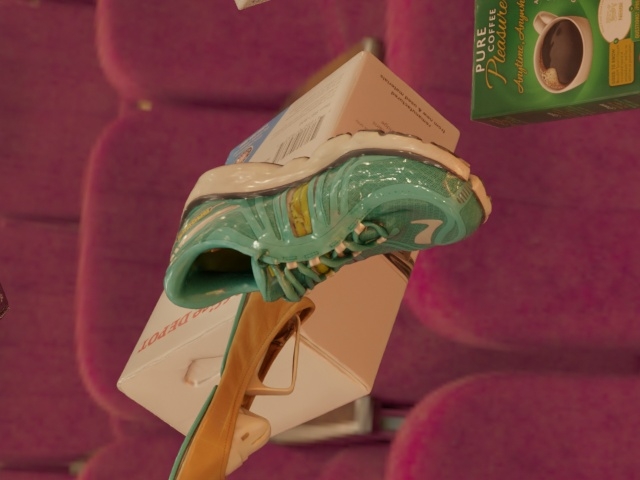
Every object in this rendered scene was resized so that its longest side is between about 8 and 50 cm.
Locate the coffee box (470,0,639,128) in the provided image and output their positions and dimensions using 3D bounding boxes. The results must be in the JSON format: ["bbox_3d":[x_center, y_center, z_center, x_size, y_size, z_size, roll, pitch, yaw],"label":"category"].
[{"bbox_3d":[0.187,-0.145,0.962,0.184,0.040,0.113,-7,78,45],"label":"coffee box"}]

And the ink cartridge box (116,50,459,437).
[{"bbox_3d":[-0.032,0.019,1.560,0.285,0.166,0.394,-32,27,46],"label":"ink cartridge box"}]

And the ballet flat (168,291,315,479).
[{"bbox_3d":[-0.065,0.136,1.206,0.080,0.073,0.232,96,-167,-65],"label":"ballet flat"}]

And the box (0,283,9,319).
[{"bbox_3d":[-0.419,0.005,1.354,0.108,0.153,0.207,-140,31,-83],"label":"box"}]

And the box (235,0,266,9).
[{"bbox_3d":[0.006,-0.230,0.827,0.103,0.114,0.203,68,159,1],"label":"box"}]

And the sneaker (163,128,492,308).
[{"bbox_3d":[0.000,0.000,0.986,0.275,0.107,0.110,-12,39,38],"label":"sneaker"}]
